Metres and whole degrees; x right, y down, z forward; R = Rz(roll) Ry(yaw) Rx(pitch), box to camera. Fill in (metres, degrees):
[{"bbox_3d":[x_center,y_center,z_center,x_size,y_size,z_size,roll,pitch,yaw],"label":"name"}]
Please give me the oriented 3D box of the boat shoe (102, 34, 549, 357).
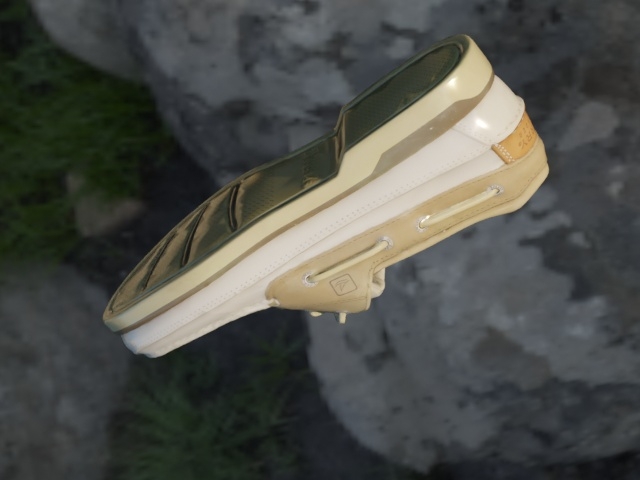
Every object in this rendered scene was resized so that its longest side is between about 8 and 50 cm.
[{"bbox_3d":[0.000,0.000,1.089,0.302,0.113,0.103,-32,112,24],"label":"boat shoe"}]
